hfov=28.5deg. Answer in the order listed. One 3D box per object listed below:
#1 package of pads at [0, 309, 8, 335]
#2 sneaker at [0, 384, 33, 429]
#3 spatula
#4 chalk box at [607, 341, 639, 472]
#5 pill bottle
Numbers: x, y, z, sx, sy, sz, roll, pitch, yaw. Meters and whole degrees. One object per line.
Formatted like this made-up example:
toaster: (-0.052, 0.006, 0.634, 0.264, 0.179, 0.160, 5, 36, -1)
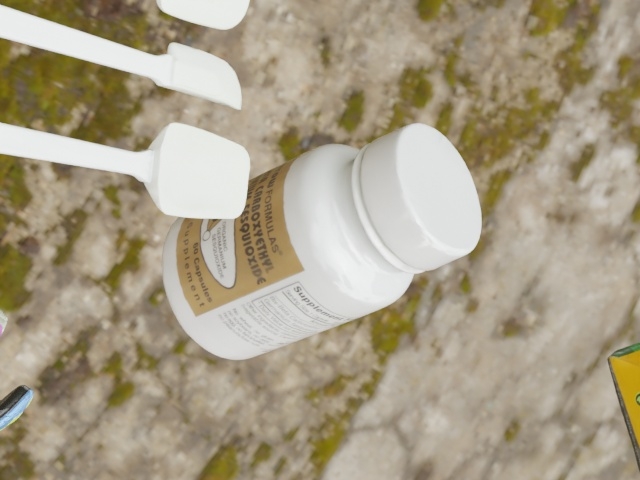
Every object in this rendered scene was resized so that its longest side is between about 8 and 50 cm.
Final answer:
package of pads: (-0.459, 0.159, 1.318, 0.229, 0.296, 0.101, -37, 103, 2)
sneaker: (-0.488, 0.241, 1.740, 0.188, 0.067, 0.078, -22, 88, 3)
spatula: (-0.119, -0.103, 0.720, 0.242, 0.019, 0.168, 8, 86, -53)
chalk box: (0.382, 0.164, 1.030, 0.289, 0.179, 0.180, 20, 52, -58)
pill bottle: (0.000, 0.000, 0.959, 0.131, 0.229, 0.131, 29, 49, -41)
